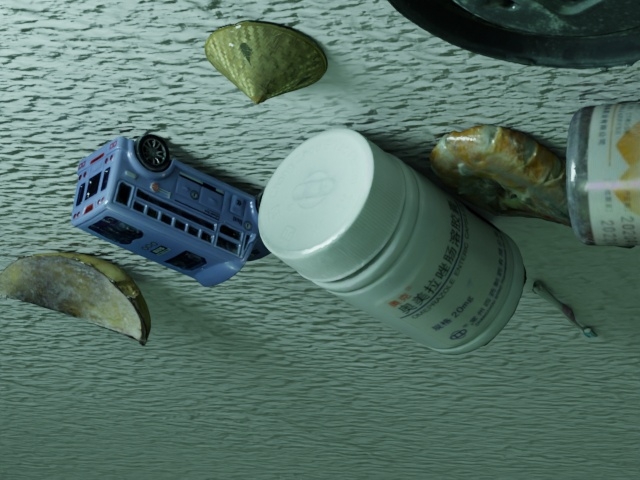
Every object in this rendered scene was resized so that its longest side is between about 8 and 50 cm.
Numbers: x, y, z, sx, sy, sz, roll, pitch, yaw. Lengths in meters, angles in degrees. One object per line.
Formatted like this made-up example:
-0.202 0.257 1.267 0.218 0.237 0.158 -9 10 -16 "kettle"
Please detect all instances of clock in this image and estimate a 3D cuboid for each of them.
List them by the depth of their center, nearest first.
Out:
0.231 -0.291 1.410 0.386 0.076 0.386 7 155 4 "clock"

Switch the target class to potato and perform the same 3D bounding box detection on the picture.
-0.364 0.061 2.349 0.261 0.100 0.120 18 118 12 "potato"

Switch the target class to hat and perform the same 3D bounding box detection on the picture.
-0.067 -0.185 1.732 0.146 0.067 0.146 7 154 3 "hat"

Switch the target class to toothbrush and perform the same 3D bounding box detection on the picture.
0.366 0.106 2.264 0.022 0.017 0.204 2 156 39 "toothbrush"

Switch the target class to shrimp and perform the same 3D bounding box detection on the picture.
0.272 -0.056 1.911 0.317 0.062 0.164 27 154 -25 "shrimp"

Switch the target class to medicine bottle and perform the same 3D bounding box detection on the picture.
0.422 -0.077 1.692 0.273 0.165 0.165 -2 153 20 "medicine bottle"
0.094 0.004 1.934 0.190 0.190 0.332 -15 146 40 "medicine bottle"

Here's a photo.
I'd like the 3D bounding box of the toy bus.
-0.181 -0.028 2.017 0.292 0.133 0.125 25 149 -31 "toy bus"
